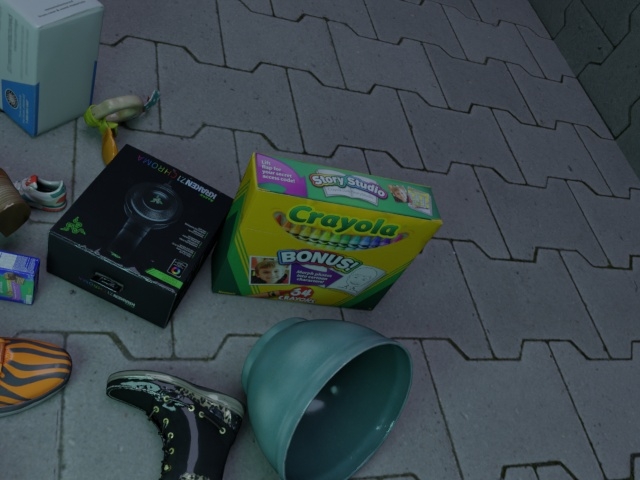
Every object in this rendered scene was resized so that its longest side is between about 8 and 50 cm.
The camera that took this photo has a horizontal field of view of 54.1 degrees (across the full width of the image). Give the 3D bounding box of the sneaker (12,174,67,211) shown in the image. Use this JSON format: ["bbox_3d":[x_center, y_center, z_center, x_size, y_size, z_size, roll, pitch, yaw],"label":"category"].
[{"bbox_3d":[-0.562,-0.099,1.183,0.161,0.075,0.057,5,52,-24],"label":"sneaker"}]

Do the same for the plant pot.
[{"bbox_3d":[-0.011,0.251,1.070,0.293,0.293,0.196,-22,40,-37],"label":"plant pot"}]

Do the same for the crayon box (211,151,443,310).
[{"bbox_3d":[0.000,0.000,1.225,0.362,0.313,0.106,8,51,-21],"label":"crayon box"}]

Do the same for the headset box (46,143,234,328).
[{"bbox_3d":[-0.339,-0.006,1.184,0.246,0.131,0.283,28,47,-3],"label":"headset box"}]

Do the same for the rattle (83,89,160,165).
[{"bbox_3d":[-0.412,-0.253,1.391,0.143,0.130,0.199,53,22,5],"label":"rattle"}]

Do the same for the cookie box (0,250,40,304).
[{"bbox_3d":[-0.537,0.060,1.058,0.107,0.092,0.040,13,46,-16],"label":"cookie box"}]

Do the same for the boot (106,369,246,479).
[{"bbox_3d":[-0.247,0.316,1.005,0.236,0.085,0.179,19,50,-13],"label":"boot"}]

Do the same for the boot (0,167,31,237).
[{"bbox_3d":[-0.671,-0.045,1.070,0.220,0.109,0.283,37,67,22],"label":"boot"}]

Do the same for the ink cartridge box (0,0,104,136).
[{"bbox_3d":[-0.654,-0.455,1.279,0.395,0.285,0.166,40,47,8],"label":"ink cartridge box"}]

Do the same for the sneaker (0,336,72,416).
[{"bbox_3d":[-0.528,0.171,0.911,0.320,0.180,0.125,2,54,-26],"label":"sneaker"}]
